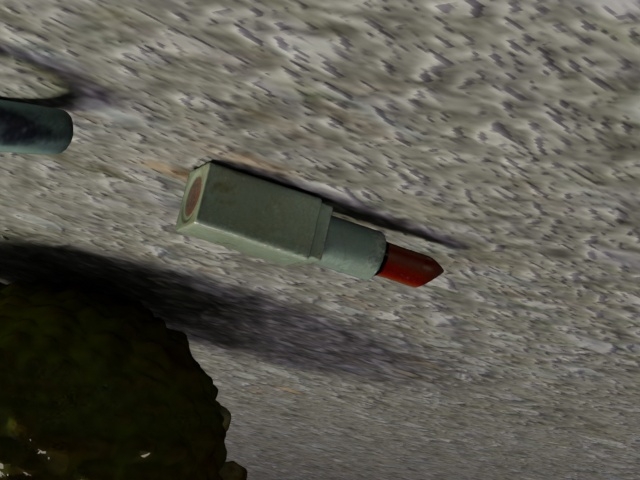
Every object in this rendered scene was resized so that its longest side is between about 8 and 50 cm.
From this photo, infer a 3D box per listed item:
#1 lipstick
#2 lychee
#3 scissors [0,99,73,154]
[{"bbox_3d":[0.000,-0.001,0.694,0.129,0.030,0.030,18,166,-20],"label":"lipstick"},{"bbox_3d":[-0.192,0.149,1.030,0.270,0.270,0.320,5,143,32],"label":"lychee"},{"bbox_3d":[-0.309,-0.072,0.618,0.383,0.029,0.256,10,-174,34],"label":"scissors"}]
